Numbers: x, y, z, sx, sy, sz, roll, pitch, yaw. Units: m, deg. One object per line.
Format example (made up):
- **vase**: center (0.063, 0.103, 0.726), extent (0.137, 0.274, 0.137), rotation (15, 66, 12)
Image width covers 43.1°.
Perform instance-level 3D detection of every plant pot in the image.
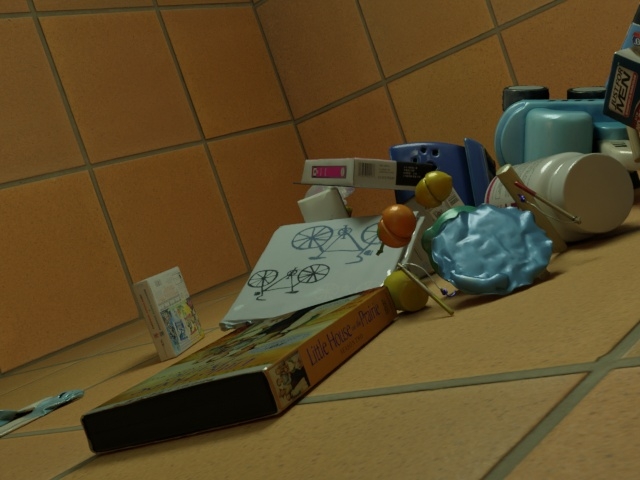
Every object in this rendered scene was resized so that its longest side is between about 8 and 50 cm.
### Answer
- **plant pot**: center (0.303, -0.105, 1.881), extent (0.212, 0.236, 0.236), rotation (-11, -12, 20)

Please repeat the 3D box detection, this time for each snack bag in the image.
- **snack bag**: center (0.011, 0.058, 1.525), extent (0.323, 0.037, 0.342), rotation (-5, 32, 24)

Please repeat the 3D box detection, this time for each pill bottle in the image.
- **pill bottle**: center (0.428, -0.074, 1.475), extent (0.160, 0.160, 0.283), rotation (-20, 2, -13)

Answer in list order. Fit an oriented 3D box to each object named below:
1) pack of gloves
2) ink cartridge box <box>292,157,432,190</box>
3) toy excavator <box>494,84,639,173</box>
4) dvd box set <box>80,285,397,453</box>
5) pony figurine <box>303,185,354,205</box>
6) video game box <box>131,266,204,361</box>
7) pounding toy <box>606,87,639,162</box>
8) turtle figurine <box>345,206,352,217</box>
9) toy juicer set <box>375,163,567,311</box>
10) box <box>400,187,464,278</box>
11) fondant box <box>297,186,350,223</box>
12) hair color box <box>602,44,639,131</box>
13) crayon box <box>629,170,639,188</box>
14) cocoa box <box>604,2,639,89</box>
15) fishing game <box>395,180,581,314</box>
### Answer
- **pack of gloves**: center (-0.617, 0.346, 1.671), extent (0.195, 0.046, 0.232), rotation (-19, 3, 38)
- **ink cartridge box**: center (0.081, -0.144, 1.779), extent (0.175, 0.069, 0.371), rotation (2, 2, -21)
- **toy excavator**: center (0.582, -0.188, 1.682), extent (0.432, 0.222, 0.445), rotation (2, 18, 11)
- **dvd box set**: center (-0.097, 0.177, 1.182), extent (0.307, 0.062, 0.420), rotation (-19, 2, 28)
- **pony figurine**: center (0.000, 0.000, 2.397), extent (0.351, 0.303, 0.363), rotation (-28, 15, 22)
- **video game box**: center (-0.350, 0.167, 1.888), extent (0.048, 0.187, 0.205), rotation (-23, 1, 12)
- **pounding toy**: center (0.617, -0.230, 1.341), extent (0.236, 0.183, 0.110), rotation (-23, -26, 24)
- **turtle figurine**: center (0.048, 0.023, 2.145), extent (0.269, 0.217, 0.087), rotation (-9, -20, 29)
- **toy juicer set**: center (0.235, -0.026, 1.355), extent (0.329, 0.209, 0.089), rotation (-21, 11, -13)
- **box**: center (0.224, -0.026, 1.691), extent (0.186, 0.145, 0.038), rotation (-37, 6, -18)
- **fondant box**: center (0.040, 0.002, 1.866), extent (0.096, 0.238, 0.330), rotation (-21, 2, 4)
- **hair color box**: center (0.589, -0.180, 1.124), extent (0.173, 0.105, 0.347), rotation (-20, 39, -25)
- **crayon box**: center (0.639, -0.198, 2.041), extent (0.081, 0.202, 0.318), rotation (-20, 3, -23)
- **cocoa box**: center (0.749, -0.318, 1.479), extent (0.347, 0.228, 0.231), rotation (30, 23, 29)
- **fishing game**: center (0.264, 0.017, 1.243), extent (0.264, 0.041, 0.189), rotation (-36, 47, -17)
